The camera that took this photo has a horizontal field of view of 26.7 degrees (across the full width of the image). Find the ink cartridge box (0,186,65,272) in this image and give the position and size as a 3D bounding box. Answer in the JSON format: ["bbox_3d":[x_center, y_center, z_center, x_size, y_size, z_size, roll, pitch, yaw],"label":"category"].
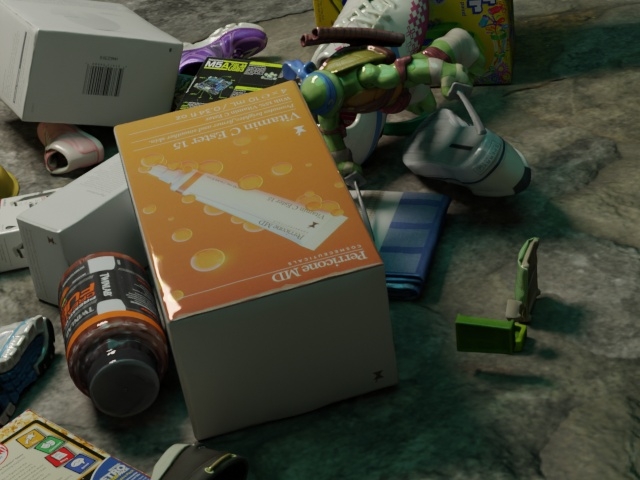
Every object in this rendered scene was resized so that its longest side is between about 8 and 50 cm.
[{"bbox_3d":[-0.356,-0.015,1.678,0.135,0.056,0.099,-12,30,-5],"label":"ink cartridge box"}]

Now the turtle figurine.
[{"bbox_3d":[0.102,-0.141,1.600,0.275,0.198,0.266,31,33,21],"label":"turtle figurine"}]

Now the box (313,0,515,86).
[{"bbox_3d":[0.136,-0.389,1.957,0.279,0.290,0.177,-2,31,11],"label":"box"}]

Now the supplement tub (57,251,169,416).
[{"bbox_3d":[-0.216,0.099,1.409,0.106,0.106,0.198,-13,31,-9],"label":"supplement tub"}]

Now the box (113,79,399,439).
[{"bbox_3d":[-0.075,0.009,1.417,0.215,0.168,0.345,-15,40,-8],"label":"box"}]

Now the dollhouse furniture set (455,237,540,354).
[{"bbox_3d":[0.187,0.063,1.405,0.059,0.076,0.151,5,34,19],"label":"dollhouse furniture set"}]

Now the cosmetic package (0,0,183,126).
[{"bbox_3d":[-0.354,-0.261,1.943,0.224,0.138,0.225,1,24,-34],"label":"cosmetic package"}]

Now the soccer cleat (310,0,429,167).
[{"bbox_3d":[0.058,-0.251,1.761,0.116,0.143,0.331,7,70,26],"label":"soccer cleat"}]

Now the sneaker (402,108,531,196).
[{"bbox_3d":[0.177,-0.097,1.672,0.094,0.091,0.258,-52,19,2],"label":"sneaker"}]

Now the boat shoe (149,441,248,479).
[{"bbox_3d":[-0.128,0.252,1.158,0.069,0.081,0.228,-1,29,19],"label":"boat shoe"}]

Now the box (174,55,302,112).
[{"bbox_3d":[-0.106,-0.166,1.829,0.191,0.045,0.184,8,53,25],"label":"box"}]

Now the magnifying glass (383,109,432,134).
[{"bbox_3d":[0.051,-0.187,1.901,0.231,0.026,0.092,9,35,27],"label":"magnifying glass"}]

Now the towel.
[{"bbox_3d":[0.000,0.000,1.594,0.285,0.034,0.209,2,32,15],"label":"towel"}]

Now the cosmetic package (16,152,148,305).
[{"bbox_3d":[-0.245,-0.024,1.612,0.085,0.117,0.231,16,37,35],"label":"cosmetic package"}]

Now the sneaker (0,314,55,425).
[{"bbox_3d":[-0.355,0.144,1.416,0.083,0.071,0.190,-3,22,20],"label":"sneaker"}]

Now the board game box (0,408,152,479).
[{"bbox_3d":[-0.262,0.241,1.243,0.193,0.045,0.147,20,41,38],"label":"board game box"}]

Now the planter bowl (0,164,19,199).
[{"bbox_3d":[-0.521,-0.086,1.802,0.217,0.090,0.217,-6,31,4],"label":"planter bowl"}]

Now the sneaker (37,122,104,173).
[{"bbox_3d":[-0.369,-0.132,1.879,0.134,0.051,0.070,25,39,37],"label":"sneaker"}]

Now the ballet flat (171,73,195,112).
[{"bbox_3d":[-0.138,-0.197,1.940,0.188,0.070,0.070,5,33,24],"label":"ballet flat"}]

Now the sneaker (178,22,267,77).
[{"bbox_3d":[-0.157,-0.278,2.080,0.170,0.068,0.071,-23,48,-8],"label":"sneaker"}]
